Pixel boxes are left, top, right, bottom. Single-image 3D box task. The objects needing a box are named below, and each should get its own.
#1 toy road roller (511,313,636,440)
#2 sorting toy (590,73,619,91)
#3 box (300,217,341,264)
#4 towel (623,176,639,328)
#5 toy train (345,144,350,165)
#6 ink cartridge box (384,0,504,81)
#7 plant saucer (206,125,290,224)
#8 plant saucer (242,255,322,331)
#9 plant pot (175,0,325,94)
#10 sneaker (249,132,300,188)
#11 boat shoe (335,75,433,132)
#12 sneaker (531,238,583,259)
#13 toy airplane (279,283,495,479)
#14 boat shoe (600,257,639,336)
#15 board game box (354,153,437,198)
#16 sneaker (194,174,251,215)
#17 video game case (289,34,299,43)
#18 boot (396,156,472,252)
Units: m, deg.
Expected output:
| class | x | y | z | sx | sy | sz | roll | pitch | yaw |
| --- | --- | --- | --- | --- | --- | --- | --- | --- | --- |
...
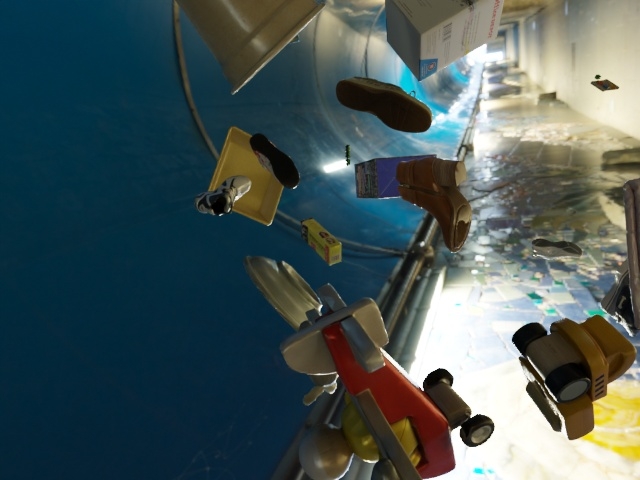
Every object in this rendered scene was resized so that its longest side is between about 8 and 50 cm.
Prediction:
| class | x | y | z | sx | sy | sz | roll | pitch | yaw |
| --- | --- | --- | --- | --- | --- | --- | --- | --- | --- |
| toy road roller | 0.678 | 0.342 | 1.215 | 0.202 | 0.240 | 0.330 | -112 | -3 | -53 |
| sorting toy | 0.841 | -0.472 | 1.373 | 0.012 | 0.062 | 0.083 | 93 | 157 | -48 |
| box | 0.000 | 0.000 | 1.816 | 0.058 | 0.232 | 0.087 | -18 | -52 | -25 |
| towel | 0.773 | 0.007 | 0.972 | 0.331 | 0.053 | 0.317 | -11 | -84 | -24 |
| toy train | 0.104 | -0.322 | 1.730 | 0.023 | 0.017 | 0.083 | -40 | -44 | -51 |
| ink cartridge box | 0.301 | -0.555 | 1.134 | 0.168 | 0.232 | 0.171 | 60 | 179 | 22 |
| plant saucer | -0.318 | -0.272 | 1.999 | 0.332 | 0.081 | 0.333 | 24 | -101 | -36 |
| plant saucer | -0.100 | 0.179 | 1.595 | 0.400 | 0.100 | 0.400 | 47 | -179 | -1 |
| plant pot | -0.208 | -0.602 | 1.162 | 0.305 | 0.333 | 0.334 | 47 | -142 | -20 |
| sneaker | -0.163 | -0.288 | 1.773 | 0.270 | 0.090 | 0.145 | 48 | 175 | 15 |
| boat shoe | 0.179 | -0.376 | 1.224 | 0.089 | 0.285 | 0.105 | -44 | -25 | -36 |
| sneaker | 0.775 | 0.035 | 1.510 | 0.054 | 0.152 | 0.061 | -54 | -37 | -38 |
| toy airplane | 0.061 | 0.261 | 0.713 | 0.384 | 0.272 | 0.386 | 47 | -177 | 14 |
| boat shoe | 1.045 | 0.171 | 1.487 | 0.341 | 0.127 | 0.158 | 74 | 172 | -48 |
| board game box | 0.277 | -0.236 | 1.733 | 0.291 | 0.232 | 0.141 | -150 | 55 | -79 |
| sneaker | -0.334 | -0.158 | 1.696 | 0.235 | 0.153 | 0.094 | -24 | -56 | -29 |
| video game case | -0.151 | -0.783 | 1.633 | 0.015 | 0.119 | 0.166 | -95 | -8 | -58 |
| boot | 0.329 | -0.111 | 1.387 | 0.109 | 0.220 | 0.284 | -29 | -64 | -36 |
